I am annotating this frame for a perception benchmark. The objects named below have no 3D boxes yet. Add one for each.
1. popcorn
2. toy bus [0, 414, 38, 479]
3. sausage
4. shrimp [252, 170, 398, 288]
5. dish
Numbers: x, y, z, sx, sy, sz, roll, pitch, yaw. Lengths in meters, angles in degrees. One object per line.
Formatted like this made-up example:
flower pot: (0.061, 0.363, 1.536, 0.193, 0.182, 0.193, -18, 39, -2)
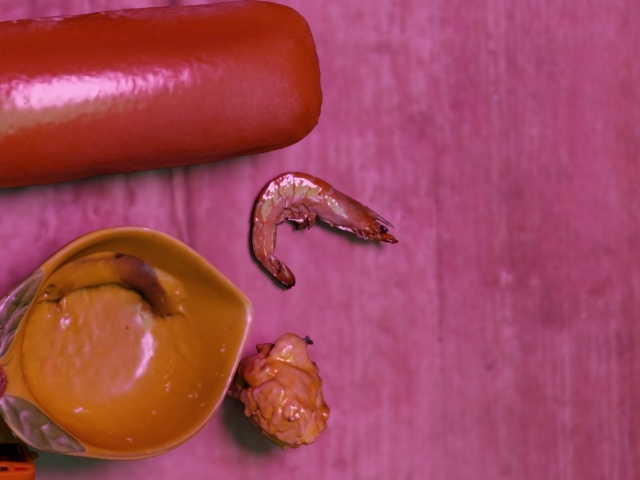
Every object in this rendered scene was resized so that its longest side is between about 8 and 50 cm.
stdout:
popcorn: (-0.037, 0.109, 1.005, 0.084, 0.084, 0.084, -4, 98, -27)
toy bus: (-0.224, 0.186, 0.902, 0.083, 0.088, 0.194, 0, 96, -29)
sausage: (-0.126, -0.094, 0.911, 0.274, 0.105, 0.105, -10, 101, -26)
shrimp: (0.000, 0.000, 1.034, 0.114, 0.023, 0.083, 22, 89, -23)
dish: (-0.145, 0.070, 0.924, 0.207, 0.080, 0.149, -11, 90, -37)
